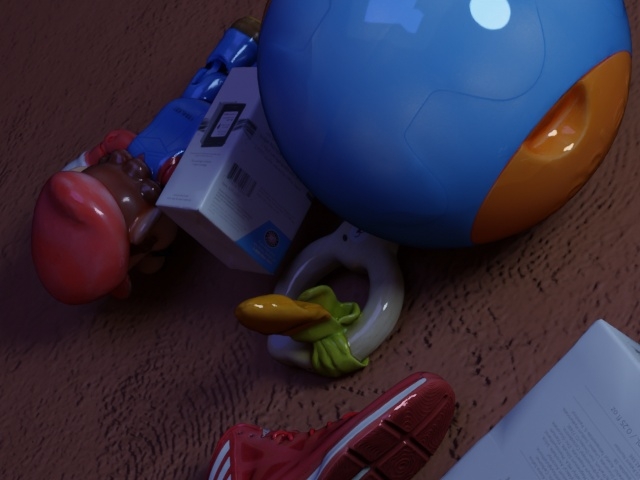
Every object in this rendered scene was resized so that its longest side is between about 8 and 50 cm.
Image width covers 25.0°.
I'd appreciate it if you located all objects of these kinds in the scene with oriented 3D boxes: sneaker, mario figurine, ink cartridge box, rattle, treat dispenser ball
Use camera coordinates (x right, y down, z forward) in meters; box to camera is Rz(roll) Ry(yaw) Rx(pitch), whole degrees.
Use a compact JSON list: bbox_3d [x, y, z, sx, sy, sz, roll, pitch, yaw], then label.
[{"bbox_3d":[-0.009,0.155,1.113,0.221,0.087,0.128,-41,47,0],"label":"sneaker"},{"bbox_3d":[-0.131,-0.054,1.351,0.320,0.170,0.198,-44,10,-15],"label":"mario figurine"},{"bbox_3d":[-0.049,-0.074,1.225,0.060,0.104,0.180,6,61,46],"label":"ink cartridge box"},{"bbox_3d":[0.000,0.000,1.187,0.130,0.143,0.200,0,64,56],"label":"rattle"},{"bbox_3d":[0.094,-0.137,1.114,0.288,0.288,0.288,-18,50,23],"label":"treat dispenser ball"}]

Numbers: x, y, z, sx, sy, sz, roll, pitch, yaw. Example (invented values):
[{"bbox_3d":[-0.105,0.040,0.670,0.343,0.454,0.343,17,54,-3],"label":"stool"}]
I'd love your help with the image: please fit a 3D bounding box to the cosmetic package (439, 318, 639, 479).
[{"bbox_3d":[0.184,0.276,0.846,0.284,0.097,0.377,-46,44,14],"label":"cosmetic package"}]
